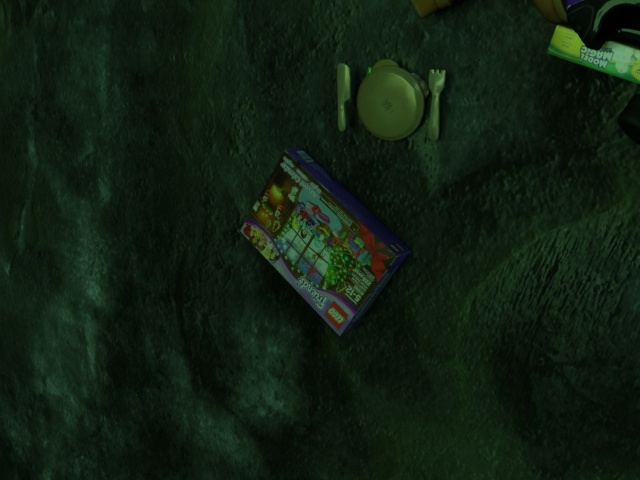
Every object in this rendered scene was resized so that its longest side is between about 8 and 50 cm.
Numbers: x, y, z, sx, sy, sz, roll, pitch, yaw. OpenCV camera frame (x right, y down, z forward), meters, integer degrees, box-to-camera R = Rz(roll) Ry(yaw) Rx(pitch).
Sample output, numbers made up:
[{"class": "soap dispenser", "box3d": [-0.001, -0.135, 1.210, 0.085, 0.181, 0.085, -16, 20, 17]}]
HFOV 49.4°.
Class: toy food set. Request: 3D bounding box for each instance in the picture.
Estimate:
[{"class": "toy food set", "box3d": [0.119, -0.232, 1.156, 0.192, 0.038, 0.132, 12, 113, 28]}]

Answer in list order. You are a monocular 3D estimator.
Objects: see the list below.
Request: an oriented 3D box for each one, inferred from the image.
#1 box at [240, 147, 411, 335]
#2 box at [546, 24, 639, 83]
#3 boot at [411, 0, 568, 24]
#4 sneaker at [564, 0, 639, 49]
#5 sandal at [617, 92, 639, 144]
[{"class": "box", "box3d": [0.000, 0.000, 1.269, 0.293, 0.057, 0.201, 44, 122, 21]}, {"class": "box", "box3d": [0.398, -0.234, 0.902, 0.179, 0.105, 0.043, 27, 117, 29]}, {"class": "boot", "box3d": [0.225, -0.384, 0.996, 0.220, 0.109, 0.284, -30, 80, 35]}, {"class": "sneaker", "box3d": [0.438, -0.289, 0.810, 0.293, 0.102, 0.146, -9, 67, 21]}, {"class": "sandal", "box3d": [0.559, -0.062, 0.792, 0.445, 0.167, 0.107, 40, 102, 23]}]
